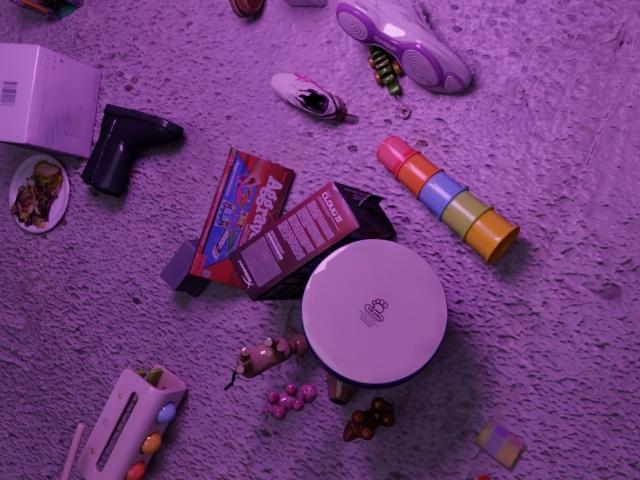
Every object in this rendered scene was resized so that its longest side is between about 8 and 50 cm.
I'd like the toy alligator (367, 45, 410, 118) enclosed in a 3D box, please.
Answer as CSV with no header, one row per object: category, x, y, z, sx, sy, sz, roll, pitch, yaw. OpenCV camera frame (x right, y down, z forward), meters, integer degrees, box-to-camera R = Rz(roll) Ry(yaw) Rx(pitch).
toy alligator,0.137,-0.338,1.578,0.056,0.051,0.190,-25,77,21

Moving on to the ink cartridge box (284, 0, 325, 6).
ink cartridge box,-0.042,-0.617,1.619,0.093,0.154,0.213,7,90,24

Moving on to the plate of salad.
plate of salad,-0.716,-0.119,1.944,0.199,0.048,0.200,-1,87,23

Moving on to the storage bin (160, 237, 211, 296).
storage bin,-0.293,0.051,1.723,0.098,0.091,0.135,43,103,20

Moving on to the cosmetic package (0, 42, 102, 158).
cosmetic package,-0.653,-0.325,1.832,0.138,0.224,0.224,8,90,22

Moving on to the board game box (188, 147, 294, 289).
board game box,-0.169,-0.042,1.661,0.145,0.027,0.282,17,95,-21

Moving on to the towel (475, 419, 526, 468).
towel,0.341,0.386,1.466,0.083,0.009,0.060,33,101,23

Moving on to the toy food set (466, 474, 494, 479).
toy food set,0.309,0.488,1.467,0.083,0.020,0.083,29,98,23

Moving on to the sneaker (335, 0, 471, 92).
sneaker,0.184,-0.416,1.527,0.305,0.114,0.152,38,65,4

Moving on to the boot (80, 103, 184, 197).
boot,-0.440,-0.197,1.799,0.246,0.094,0.207,17,90,31

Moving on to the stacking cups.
stacking cups,0.233,-0.087,1.495,0.316,0.096,0.096,42,103,20

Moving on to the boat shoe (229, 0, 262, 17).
boat shoe,-0.134,-0.642,1.685,0.104,0.110,0.308,4,89,25

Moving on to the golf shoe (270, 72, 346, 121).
golf shoe,-0.036,-0.313,1.636,0.186,0.086,0.068,28,99,24

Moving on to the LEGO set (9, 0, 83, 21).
LEGO set,-0.645,-0.697,1.869,0.331,0.192,0.255,-14,81,22

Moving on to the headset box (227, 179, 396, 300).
headset box,0.000,0.000,1.527,0.293,0.218,0.110,-35,74,19

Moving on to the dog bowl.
dog bowl,0.097,0.135,1.407,0.264,0.104,0.265,0,75,2

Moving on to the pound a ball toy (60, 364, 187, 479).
pound a ball toy,-0.439,0.445,1.699,0.135,0.208,0.319,31,98,23

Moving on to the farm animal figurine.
farm animal figurine,0.025,0.231,1.531,0.330,0.172,0.327,29,80,9
